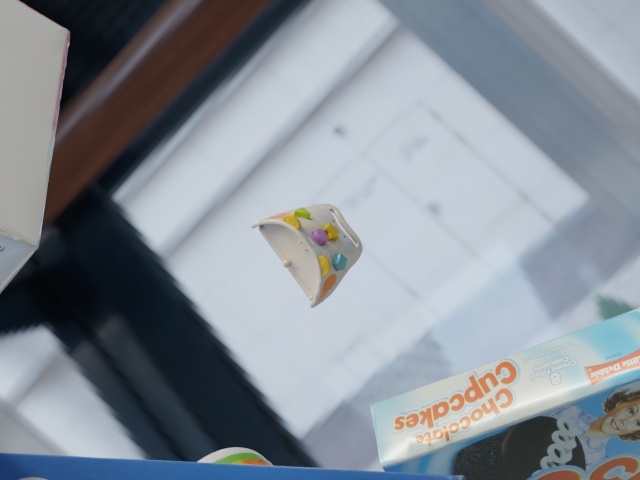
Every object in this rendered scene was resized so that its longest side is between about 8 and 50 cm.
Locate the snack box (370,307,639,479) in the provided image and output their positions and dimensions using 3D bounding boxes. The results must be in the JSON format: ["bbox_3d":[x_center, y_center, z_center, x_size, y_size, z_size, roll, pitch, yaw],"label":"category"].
[{"bbox_3d":[0.178,0.187,1.299,0.187,0.322,0.060,-21,44,11],"label":"snack box"}]

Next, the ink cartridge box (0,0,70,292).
[{"bbox_3d":[-0.209,0.000,0.869,0.218,0.092,0.158,-45,28,32],"label":"ink cartridge box"}]

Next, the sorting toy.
[{"bbox_3d":[0.000,0.000,1.566,0.045,0.083,0.075,-42,-9,39],"label":"sorting toy"}]

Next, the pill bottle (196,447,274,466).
[{"bbox_3d":[-0.034,0.313,1.824,0.136,0.136,0.246,-49,49,-4],"label":"pill bottle"}]

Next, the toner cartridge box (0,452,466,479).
[{"bbox_3d":[-0.072,0.210,1.076,0.075,0.348,0.165,-40,50,54],"label":"toner cartridge box"}]
